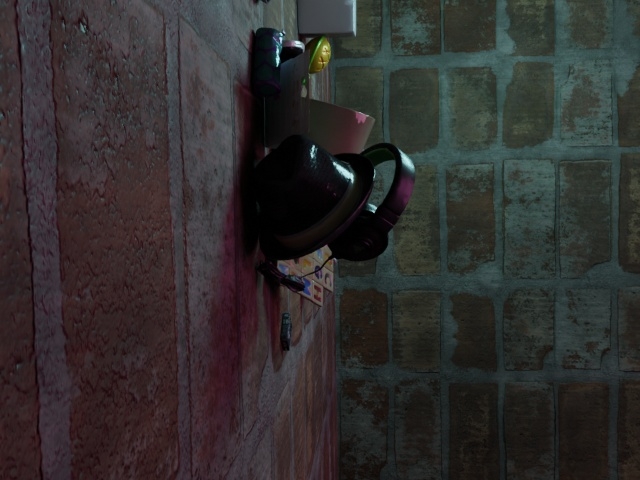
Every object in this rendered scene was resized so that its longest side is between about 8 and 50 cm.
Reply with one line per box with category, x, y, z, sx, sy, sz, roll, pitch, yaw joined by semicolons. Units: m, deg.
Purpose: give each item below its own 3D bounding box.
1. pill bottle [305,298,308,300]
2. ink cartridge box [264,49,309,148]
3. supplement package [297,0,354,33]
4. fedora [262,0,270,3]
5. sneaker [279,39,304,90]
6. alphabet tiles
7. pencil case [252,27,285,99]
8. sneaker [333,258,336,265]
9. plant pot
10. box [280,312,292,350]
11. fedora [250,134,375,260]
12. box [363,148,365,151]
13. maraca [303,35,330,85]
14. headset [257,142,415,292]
pill bottle;-0.030;0.151;2.168;0.120;0.067;0.067;-82;170;-59
ink cartridge box;-0.059;-0.309;1.393;0.224;0.056;0.181;-1;-91;59
supplement package;0.028;-0.843;2.242;0.263;0.198;0.199;-73;162;-74
fedora;-0.087;-0.668;1.361;0.244;0.124;0.276;-18;107;-85
sneaker;-0.077;-0.458;1.674;0.217;0.079;0.121;-42;130;-85
alphabet tiles;-0.047;0.002;1.584;0.342;0.011;0.285;38;47;-54
pencil case;-0.113;-0.388;1.356;0.070;0.064;0.152;31;55;-54
sneaker;0.000;0.000;2.257;0.305;0.114;0.152;81;11;-57
plant pot;-0.004;-0.241;1.761;0.256;0.256;0.274;-41;146;-83
box;-0.094;0.251;1.712;0.067;0.018;0.083;84;7;-47
fedora;-0.047;-0.114;1.291;0.152;0.334;0.334;47;27;-27
box;0.042;-0.277;2.070;0.381;0.191;0.143;51;43;-71
maraca;-0.024;-0.649;2.240;0.186;0.099;0.127;-65;174;3
headset;0.036;-0.051;1.358;0.394;0.185;0.243;-54;-151;10
